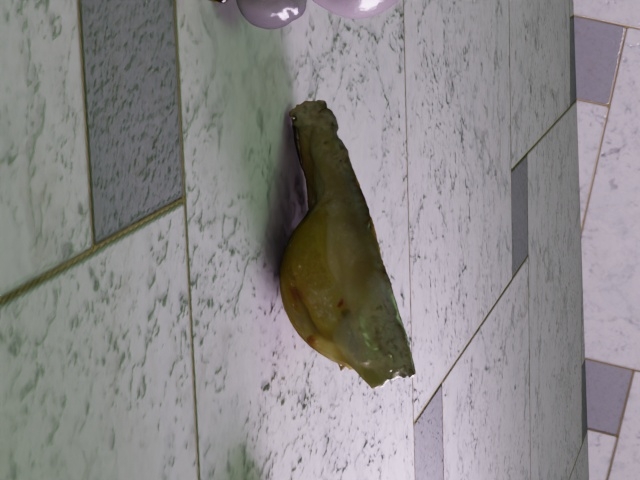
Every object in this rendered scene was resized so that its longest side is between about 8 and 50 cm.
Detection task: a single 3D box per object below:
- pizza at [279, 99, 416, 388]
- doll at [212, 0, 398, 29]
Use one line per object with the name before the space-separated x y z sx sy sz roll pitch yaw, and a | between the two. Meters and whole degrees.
pizza | 0.002 0.007 1.294 0.188 0.080 0.204 -117 -168 -72
doll | 0.014 -0.224 1.210 0.160 0.094 0.365 -67 170 17
